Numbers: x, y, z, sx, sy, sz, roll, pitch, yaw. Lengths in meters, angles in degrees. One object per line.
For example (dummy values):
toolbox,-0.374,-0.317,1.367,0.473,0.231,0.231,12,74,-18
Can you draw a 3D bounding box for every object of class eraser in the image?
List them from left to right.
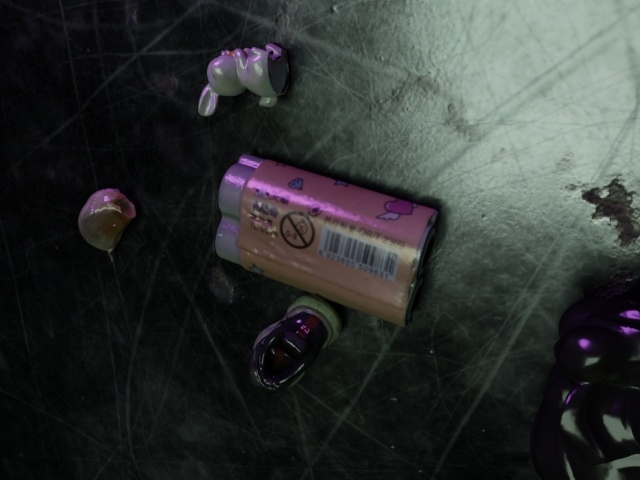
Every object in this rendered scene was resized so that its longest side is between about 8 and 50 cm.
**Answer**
eraser,0.000,0.000,0.774,0.290,0.087,0.171,18,116,19

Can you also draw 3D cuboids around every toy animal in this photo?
toy animal,-0.105,-0.216,0.744,0.124,0.071,0.085,3,131,17

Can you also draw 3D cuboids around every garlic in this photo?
garlic,-0.373,-0.028,0.967,0.084,0.066,0.152,43,122,3

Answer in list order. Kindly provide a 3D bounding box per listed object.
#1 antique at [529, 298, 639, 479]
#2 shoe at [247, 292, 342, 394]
antique,0.363,0.207,0.613,0.255,0.185,0.322,18,122,19
shoe,-0.061,0.177,0.865,0.099,0.112,0.227,42,122,4
